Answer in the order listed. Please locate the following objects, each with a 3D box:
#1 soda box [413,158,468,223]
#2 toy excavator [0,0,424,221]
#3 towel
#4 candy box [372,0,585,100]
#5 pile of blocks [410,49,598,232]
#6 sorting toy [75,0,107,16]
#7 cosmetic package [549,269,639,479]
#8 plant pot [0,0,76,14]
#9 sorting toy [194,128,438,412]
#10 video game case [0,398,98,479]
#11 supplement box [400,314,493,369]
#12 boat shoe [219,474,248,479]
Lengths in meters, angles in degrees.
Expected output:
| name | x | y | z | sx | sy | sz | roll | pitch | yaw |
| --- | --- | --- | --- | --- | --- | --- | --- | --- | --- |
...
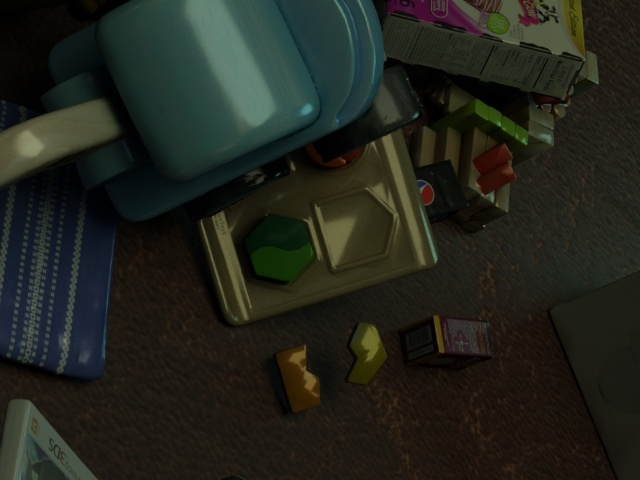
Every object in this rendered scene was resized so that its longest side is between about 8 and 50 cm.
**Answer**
| name | x | y | z | sx | sy | sz | roll | pitch | yaw |
| --- | --- | --- | --- | --- | --- | --- | --- | --- | --- |
| soda box | 0.071 | -0.036 | 1.941 | 0.169 | 0.053 | 0.060 | -15 | 80 | -34 |
| toy excavator | -0.173 | -0.110 | 1.572 | 0.222 | 0.433 | 0.445 | 65 | 19 | 0 |
| towel | -0.323 | -0.024 | 1.614 | 0.336 | 0.040 | 0.243 | 20 | 60 | -33 |
| candy box | 0.176 | -0.258 | 2.076 | 0.233 | 0.071 | 0.159 | 12 | 48 | -11 |
| pile of blocks | 0.220 | -0.163 | 2.120 | 0.149 | 0.113 | 0.362 | 49 | 45 | -13 |
| sorting toy | -0.115 | -0.177 | 1.851 | 0.126 | 0.127 | 0.365 | -45 | 107 | -15 |
| cosmetic package | 0.417 | 0.131 | 2.074 | 0.138 | 0.225 | 0.224 | -15 | 81 | -45 |
| plant pot | -0.236 | -0.326 | 1.649 | 0.275 | 0.293 | 0.274 | 19 | 58 | -35 |
| sorting toy | 0.000 | 0.000 | 1.806 | 0.229 | 0.041 | 0.307 | -16 | 88 | -11 |
| video game case | -0.226 | 0.257 | 1.493 | 0.183 | 0.023 | 0.201 | 64 | 27 | -56 |
| supplement box | 0.133 | 0.108 | 1.948 | 0.083 | 0.055 | 0.043 | 7 | 67 | -40 |
| boat shoe | -0.033 | 0.306 | 1.684 | 0.069 | 0.081 | 0.227 | -41 | 106 | -48 |
